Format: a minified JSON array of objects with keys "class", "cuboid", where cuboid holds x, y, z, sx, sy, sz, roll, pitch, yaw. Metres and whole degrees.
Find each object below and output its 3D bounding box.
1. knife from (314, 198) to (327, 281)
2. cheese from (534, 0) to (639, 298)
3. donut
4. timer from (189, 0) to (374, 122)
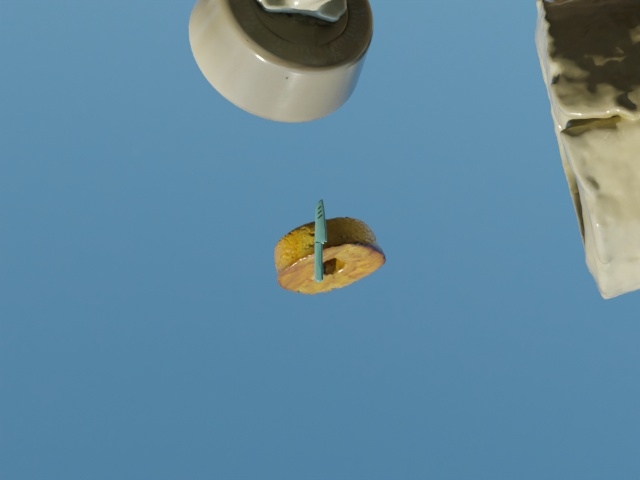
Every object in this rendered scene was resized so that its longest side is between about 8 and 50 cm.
[{"class":"knife","cuboid":[0.000,0.000,1.814,0.014,0.005,0.091,-6,-105,21]},{"class":"cheese","cuboid":[0.330,-0.108,1.826,0.153,0.292,0.332,-14,-140,7]},{"class":"donut","cuboid":[0.008,0.016,2.181,0.152,0.152,0.058,-11,-110,-18]},{"class":"timer","cuboid":[0.000,-0.249,1.549,0.175,0.266,0.175,11,-123,-17]}]
